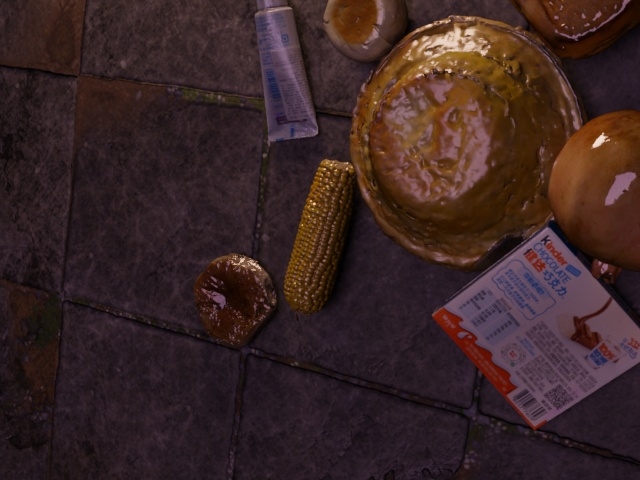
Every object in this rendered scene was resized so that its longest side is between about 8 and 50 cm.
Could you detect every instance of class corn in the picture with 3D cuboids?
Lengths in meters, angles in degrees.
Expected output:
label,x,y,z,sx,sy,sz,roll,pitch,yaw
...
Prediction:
label,x,y,z,sx,sy,sz,roll,pitch,yaw
corn,0.000,0.000,1.894,0.101,0.101,0.310,18,99,27

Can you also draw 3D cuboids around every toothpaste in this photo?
label,x,y,z,sx,sy,sz,roll,pitch,yaw
toothpaste,-0.074,-0.341,1.923,0.114,0.073,0.299,-4,101,29

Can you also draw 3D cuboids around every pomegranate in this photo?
label,x,y,z,sx,sy,sz,roll,pitch,yaw
pomegranate,0.474,-0.057,1.538,0.252,0.229,0.270,17,114,-15

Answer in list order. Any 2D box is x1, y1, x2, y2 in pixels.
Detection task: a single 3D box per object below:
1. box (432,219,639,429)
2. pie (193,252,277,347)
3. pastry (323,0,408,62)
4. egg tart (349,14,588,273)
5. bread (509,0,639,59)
label,x,y,z,sx,sy,sz,roll,pitch,yaw
box,0.372,0.146,1.687,0.265,0.048,0.273,-40,92,28
pie,-0.178,0.119,2.036,0.195,0.046,0.195,3,96,30
pastry,0.082,-0.398,1.810,0.156,0.092,0.156,1,93,29
egg tart,0.229,-0.162,1.701,0.443,0.178,0.443,4,98,29
bread,0.426,-0.482,1.569,0.328,0.148,0.337,-46,66,26
